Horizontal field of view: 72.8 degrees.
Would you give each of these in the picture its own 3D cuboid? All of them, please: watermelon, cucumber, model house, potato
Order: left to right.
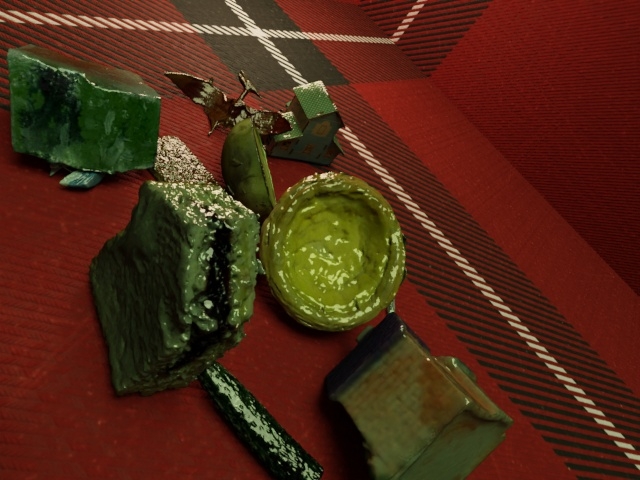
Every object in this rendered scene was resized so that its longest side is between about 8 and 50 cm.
[{"bbox_3d":[-0.474,-0.291,0.876,0.264,0.151,0.301,4,45,-36],"label":"watermelon"},{"bbox_3d":[-0.179,-0.159,1.037,0.111,0.160,0.271,-15,75,2],"label":"potato"},{"bbox_3d":[-0.114,0.306,0.730,0.293,0.067,0.067,44,40,5],"label":"cucumber"},{"bbox_3d":[-0.033,-0.351,1.264,0.271,0.206,0.178,4,53,-36],"label":"model house"},{"bbox_3d":[0.175,0.309,0.860,0.312,0.245,0.280,41,3,-44],"label":"model house"}]

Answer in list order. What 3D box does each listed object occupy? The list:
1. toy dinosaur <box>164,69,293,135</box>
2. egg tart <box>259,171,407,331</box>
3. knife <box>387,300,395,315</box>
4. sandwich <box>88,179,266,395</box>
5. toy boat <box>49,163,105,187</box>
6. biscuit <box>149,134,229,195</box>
[{"bbox_3d":[-0.223,-0.354,1.148,0.207,0.113,0.327,-38,80,-11],"label":"toy dinosaur"},{"bbox_3d":[0.026,0.023,0.964,0.346,0.132,0.344,1,85,-13],"label":"egg tart"},{"bbox_3d":[0.178,0.192,1.095,0.022,0.026,0.184,-1,46,11],"label":"knife"},{"bbox_3d":[-0.222,0.059,0.659,0.131,0.325,0.262,7,50,-48],"label":"sandwich"},{"bbox_3d":[-0.496,-0.156,0.870,0.149,0.034,0.105,42,41,19],"label":"toy boat"},{"bbox_3d":[-0.318,-0.154,1.005,0.231,0.025,0.131,47,40,5],"label":"biscuit"}]
